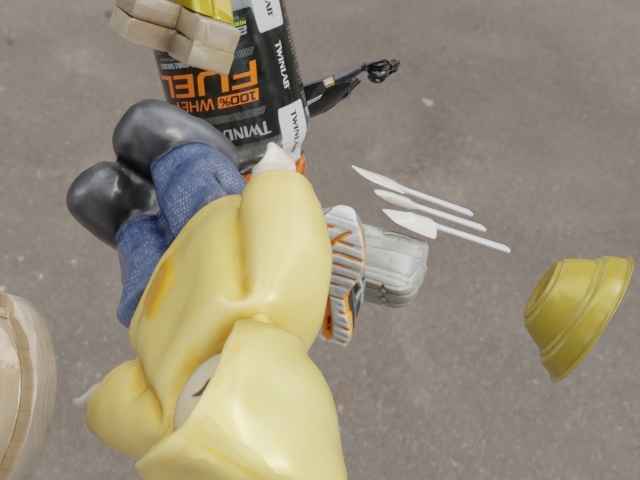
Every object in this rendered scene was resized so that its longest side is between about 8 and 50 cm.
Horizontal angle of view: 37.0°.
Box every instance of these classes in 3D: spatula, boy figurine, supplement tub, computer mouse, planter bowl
[{"bbox_3d":[0.171,-0.038,1.446,0.242,0.019,0.168,18,20,-33],"label":"spatula"},{"bbox_3d":[-0.065,0.038,0.471,0.092,0.177,0.285,33,16,-30],"label":"boy figurine"},{"bbox_3d":[-0.134,-0.248,1.420,0.207,0.338,0.207,-12,20,4],"label":"supplement tub"},{"bbox_3d":[0.013,-0.255,1.665,0.262,0.060,0.184,-16,6,12],"label":"computer mouse"},{"bbox_3d":[0.363,0.094,1.416,0.090,0.217,0.217,32,39,4],"label":"planter bowl"}]

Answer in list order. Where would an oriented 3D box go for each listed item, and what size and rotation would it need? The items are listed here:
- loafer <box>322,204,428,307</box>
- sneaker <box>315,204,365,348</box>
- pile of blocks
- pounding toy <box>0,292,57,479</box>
[{"bbox_3d":[0.000,0.000,1.388,0.319,0.112,0.111,19,63,6],"label":"loafer"},{"bbox_3d":[0.022,0.037,1.219,0.084,0.215,0.083,18,41,14],"label":"sneaker"},{"bbox_3d":[-0.144,-0.318,0.852,0.113,0.149,0.362,8,57,-37],"label":"pile of blocks"},{"bbox_3d":[-0.229,0.080,0.418,0.269,0.154,0.155,11,-7,34],"label":"pounding toy"}]
